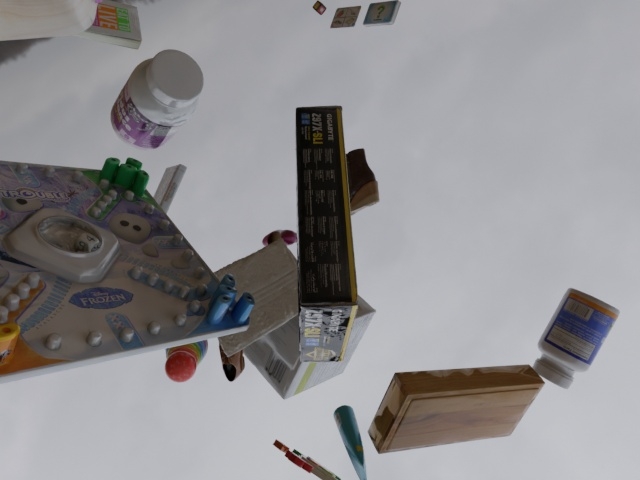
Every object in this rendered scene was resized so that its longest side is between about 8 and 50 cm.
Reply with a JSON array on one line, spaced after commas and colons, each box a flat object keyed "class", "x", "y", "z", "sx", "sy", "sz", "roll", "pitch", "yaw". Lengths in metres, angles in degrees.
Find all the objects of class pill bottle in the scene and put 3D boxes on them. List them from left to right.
[{"class": "pill bottle", "x": -0.403, "y": -0.345, "z": 1.269, "sx": 0.302, "sy": 0.169, "sz": 0.169, "roll": -19, "pitch": -151, "yaw": 54}, {"class": "pill bottle", "x": 0.735, "y": 0.288, "z": 1.496, "sx": 0.152, "sy": 0.152, "sz": 0.271, "roll": 33, "pitch": -82, "yaw": 54}]

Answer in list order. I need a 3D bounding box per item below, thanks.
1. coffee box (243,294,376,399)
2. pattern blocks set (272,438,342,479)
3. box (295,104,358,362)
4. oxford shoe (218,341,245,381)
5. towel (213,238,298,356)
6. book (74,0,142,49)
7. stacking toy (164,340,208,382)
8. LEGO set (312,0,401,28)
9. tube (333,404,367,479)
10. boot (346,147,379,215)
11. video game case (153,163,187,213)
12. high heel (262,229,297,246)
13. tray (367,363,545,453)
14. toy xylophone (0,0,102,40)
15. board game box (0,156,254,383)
[{"class": "coffee box", "x": -0.065, "y": 0.314, "z": 1.911, "sx": 0.335, "sy": 0.338, "sz": 0.338, "roll": -10, "pitch": -138, "yaw": -46}, {"class": "pattern blocks set", "x": -0.001, "y": 0.621, "z": 1.380, "sx": 0.026, "sy": 0.286, "sz": 0.325, "roll": -56, "pitch": -176, "yaw": -18}, {"class": "box", "x": 0.000, "y": 0.000, "z": 0.794, "sx": 0.080, "sy": 0.257, "sz": 0.321, "roll": 0, "pitch": -119, "yaw": -4}, {"class": "oxford shoe", "x": -0.278, "y": 0.337, "z": 1.575, "sx": 0.076, "sy": 0.212, "sz": 0.076, "roll": -6, "pitch": -162, "yaw": 12}, {"class": "towel", "x": -0.148, "y": 0.123, "z": 1.188, "sx": 0.282, "sy": 0.187, "sz": 0.049, "roll": -27, "pitch": 173, "yaw": -39}, {"class": "book", "x": -0.466, "y": -0.474, "z": 1.101, "sx": 0.144, "sy": 0.096, "sz": 0.035, "roll": -2, "pitch": 164, "yaw": -35}, {"class": "stacking toy", "x": -0.427, "y": 0.358, "z": 1.582, "sx": 0.141, "sy": 0.141, "sz": 0.330, "roll": -34, "pitch": -174, "yaw": -7}, {"class": "LEGO set", "x": 0.079, "y": -0.548, "z": 1.091, "sx": 0.244, "sy": 0.060, "sz": 0.182, "roll": 20, "pitch": -90, "yaw": 44}, {"class": "tube", "x": 0.076, "y": 0.468, "z": 1.177, "sx": 0.052, "sy": 0.080, "sz": 0.207, "roll": -18, "pitch": -154, "yaw": -3}, {"class": "boot", "x": 0.079, "y": -0.191, "z": 1.812, "sx": 0.249, "sy": 0.206, "sz": 0.090, "roll": -22, "pitch": 168, "yaw": 20}, {"class": "video game case", "x": -0.442, "y": -0.111, "z": 1.421, "sx": 0.227, "sy": 0.026, "sz": 0.206, "roll": 11, "pitch": -103, "yaw": 64}, {"class": "high heel", "x": -0.179, "y": -0.003, "z": 2.007, "sx": 0.117, "sy": 0.082, "sz": 0.244, "roll": 1, "pitch": -179, "yaw": -44}, {"class": "tray", "x": 0.338, "y": 0.411, "z": 1.258, "sx": 0.412, "sy": 0.202, "sz": 0.076, "roll": 4, "pitch": -149, "yaw": -24}, {"class": "toy xylophone", "x": -0.477, "y": -0.371, "z": 0.714, "sx": 0.323, "sy": 0.236, "sz": 0.081, "roll": -7, "pitch": -109, "yaw": -21}, {"class": "board game box", "x": -0.328, "y": -0.007, "z": 0.671, "sx": 0.390, "sy": 0.390, "sz": 0.050, "roll": 45, "pitch": -63, "yaw": 28}]
